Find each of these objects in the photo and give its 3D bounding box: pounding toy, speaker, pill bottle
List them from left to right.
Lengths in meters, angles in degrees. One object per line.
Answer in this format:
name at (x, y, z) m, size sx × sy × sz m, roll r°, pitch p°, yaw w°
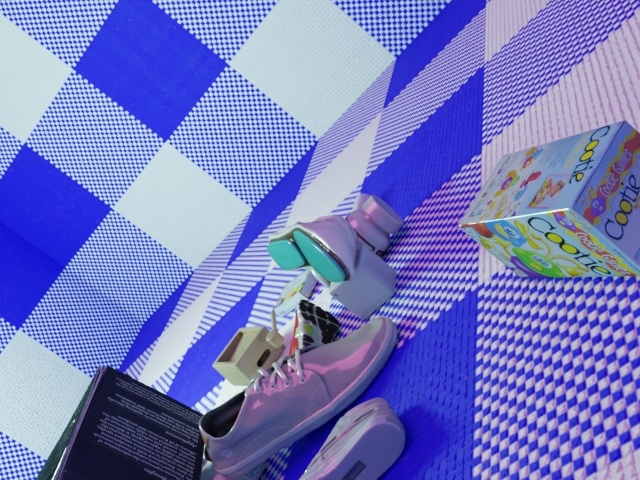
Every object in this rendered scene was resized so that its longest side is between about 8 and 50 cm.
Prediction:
pounding toy at (-0.140, 0.268, 2.017) m, size 0.206 × 0.094 × 0.181 m, roll -13°, pitch 35°, yaw 55°
pill bottle at (0.082, 0.009, 1.869) m, size 0.221 × 0.121 × 0.121 m, roll -48°, pitch 14°, yaw 14°
speaker at (0.107, -0.069, 2.122) m, size 0.055 × 0.055 × 0.136 m, roll -44°, pitch 16°, yaw 28°

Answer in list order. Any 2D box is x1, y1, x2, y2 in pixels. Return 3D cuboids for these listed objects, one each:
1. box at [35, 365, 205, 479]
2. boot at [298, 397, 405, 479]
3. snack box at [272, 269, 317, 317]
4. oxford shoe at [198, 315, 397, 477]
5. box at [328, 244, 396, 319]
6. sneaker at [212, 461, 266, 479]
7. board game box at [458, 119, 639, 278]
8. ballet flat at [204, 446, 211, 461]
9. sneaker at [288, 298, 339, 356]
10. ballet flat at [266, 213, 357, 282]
box at (-0.484, 0.609, 1.718) m, size 0.480 × 0.297 × 0.472 m, roll -58°, pitch 11°, yaw 13°
boot at (0.028, 0.357, 1.274) m, size 0.258 × 0.095 × 0.123 m, roll -42°, pitch 9°, yaw 4°
snack box at (-0.064, 0.138, 2.191) m, size 0.141 × 0.037 × 0.100 m, roll -37°, pitch 19°, yaw 46°
oxford shoe at (-0.051, 0.278, 1.530) m, size 0.449 × 0.130 × 0.169 m, roll -37°, pitch 15°, yaw 10°
box at (0.089, 0.087, 1.694) m, size 0.101 × 0.102 × 0.087 m, roll -43°, pitch 15°, yaw 29°
sneaker at (-0.151, 0.463, 1.598) m, size 0.094 × 0.080 × 0.212 m, roll -31°, pitch 21°, yaw 27°
board game box at (0.342, -0.044, 1.123) m, size 0.144 × 0.142 × 0.275 m, roll -55°, pitch 14°, yaw -14°
ballet flat at (-0.179, 0.417, 1.816) m, size 0.221 × 0.077 × 0.079 m, roll -51°, pitch 33°, yaw 1°
sneaker at (-0.032, 0.224, 1.753) m, size 0.118 × 0.107 × 0.279 m, roll -57°, pitch 9°, yaw 22°
ballet flat at (0.000, 0.000, 1.724) m, size 0.139 × 0.139 × 0.400 m, roll -55°, pitch 18°, yaw -12°
